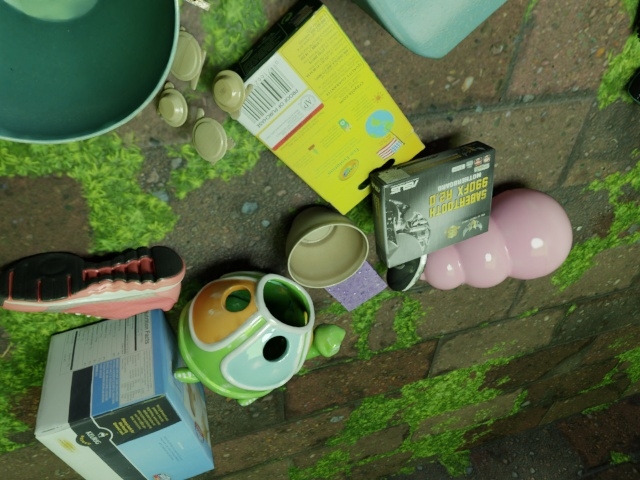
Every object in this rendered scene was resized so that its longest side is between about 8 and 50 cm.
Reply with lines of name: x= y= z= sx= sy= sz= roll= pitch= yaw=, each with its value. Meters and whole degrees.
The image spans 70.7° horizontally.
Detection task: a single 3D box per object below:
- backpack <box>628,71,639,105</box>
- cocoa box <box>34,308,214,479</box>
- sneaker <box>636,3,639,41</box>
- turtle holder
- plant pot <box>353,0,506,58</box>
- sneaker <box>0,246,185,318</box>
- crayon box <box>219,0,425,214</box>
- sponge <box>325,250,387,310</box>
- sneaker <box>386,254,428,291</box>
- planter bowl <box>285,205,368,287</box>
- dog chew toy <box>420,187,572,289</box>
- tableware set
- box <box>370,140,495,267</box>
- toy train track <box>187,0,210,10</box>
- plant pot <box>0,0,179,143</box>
backpack: x=0.731 y=-0.317 z=0.888 sx=0.144 sy=0.165 sz=0.188 roll=34 pitch=113 yaw=-30
cocoa box: x=-0.388 y=0.352 z=0.958 sx=0.228 sy=0.231 sz=0.347 roll=-16 pitch=133 yaw=-10
sneaker: x=0.627 y=-0.460 z=0.770 sx=0.086 sy=0.085 sz=0.237 roll=7 pitch=128 yaw=2
turtle holder: x=-0.110 y=0.195 z=0.900 sx=0.320 sy=0.243 sz=0.227 roll=42 pitch=122 yaw=-14
plant pot: x=0.120 y=-0.375 z=0.543 sx=0.247 sy=0.247 sz=0.252 roll=-39 pitch=144 yaw=13
sneaker: x=-0.407 y=0.103 z=0.816 sx=0.314 sy=0.116 sz=0.136 roll=-3 pitch=131 yaw=-20
crayon box: x=0.011 y=-0.201 z=0.748 sx=0.202 sy=0.081 sz=0.318 roll=-39 pitch=132 yaw=13
sponge: x=0.062 y=0.081 z=1.050 sx=0.117 sy=0.031 sz=0.210 roll=-35 pitch=133 yaw=8
sneaker: x=0.169 y=-0.020 z=0.968 sx=0.124 sy=0.107 sz=0.283 roll=5 pitch=117 yaw=-21
planter bowl: x=0.000 y=0.000 z=0.899 sx=0.162 sy=0.109 sz=0.162 roll=-12 pitch=132 yaw=-14
dog chew toy: x=0.373 y=0.014 z=1.013 sx=0.332 sy=0.206 sz=0.206 roll=-21 pitch=134 yaw=5
tableware set: x=-0.173 y=-0.201 z=0.641 sx=0.141 sy=0.169 sz=0.020 roll=-55 pitch=169 yaw=32
box: x=0.211 y=-0.067 z=0.848 sx=0.231 sy=0.056 sz=0.183 roll=-18 pitch=125 yaw=-13
toy train track: x=-0.189 y=-0.330 z=0.600 sx=0.083 sy=0.014 sz=0.048 roll=10 pitch=117 yaw=-36
plant pot: x=-0.306 y=-0.277 z=0.470 sx=0.291 sy=0.195 sz=0.290 roll=-12 pitch=132 yaw=-13
